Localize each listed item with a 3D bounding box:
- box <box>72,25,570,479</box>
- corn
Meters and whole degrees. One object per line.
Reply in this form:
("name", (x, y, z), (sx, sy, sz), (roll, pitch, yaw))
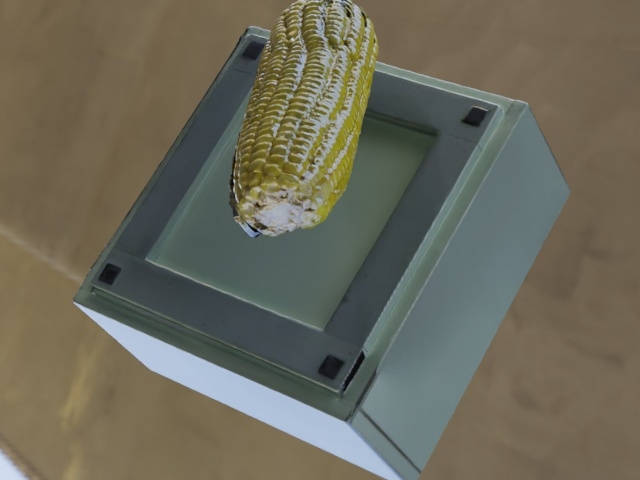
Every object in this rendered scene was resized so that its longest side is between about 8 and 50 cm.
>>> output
("box", (0.000, 0.000, 0.964), (0.225, 0.117, 0.225), (20, -108, 33))
("corn", (-0.009, -0.071, 0.844), (0.072, 0.072, 0.203), (-44, -161, 32))
